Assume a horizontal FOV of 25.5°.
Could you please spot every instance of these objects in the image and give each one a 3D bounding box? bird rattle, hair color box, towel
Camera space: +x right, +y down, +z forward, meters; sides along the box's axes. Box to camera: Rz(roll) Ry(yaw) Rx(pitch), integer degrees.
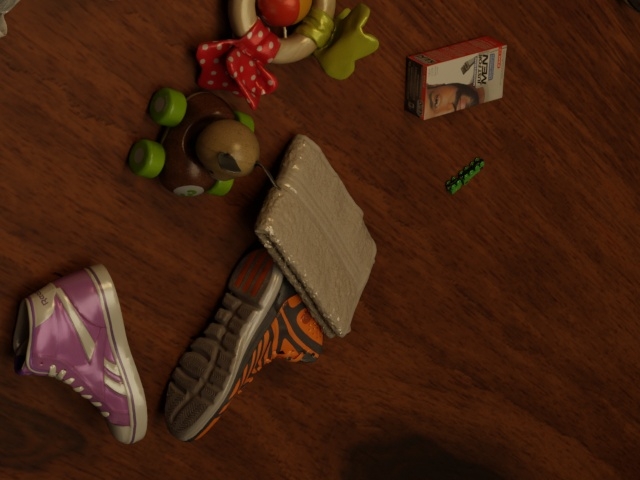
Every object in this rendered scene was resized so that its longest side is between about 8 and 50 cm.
[{"bbox_3d":[-0.060,-0.304,1.951,0.253,0.143,0.207,-13,110,-20],"label":"bird rattle"},{"bbox_3d":[0.213,-0.256,2.222,0.167,0.053,0.093,-18,125,-31],"label":"hair color box"},{"bbox_3d":[0.000,0.000,2.126,0.282,0.049,0.187,56,44,-41],"label":"towel"}]

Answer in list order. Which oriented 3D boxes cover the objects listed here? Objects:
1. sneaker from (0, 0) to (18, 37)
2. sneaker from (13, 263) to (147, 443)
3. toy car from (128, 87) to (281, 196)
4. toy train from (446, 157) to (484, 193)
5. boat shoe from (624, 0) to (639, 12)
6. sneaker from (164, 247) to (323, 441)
[{"bbox_3d":[-0.410,-0.382,1.475,0.137,0.210,0.366,-20,124,20],"label":"sneaker"},{"bbox_3d":[-0.344,0.181,1.971,0.161,0.102,0.282,-24,116,-24],"label":"sneaker"},{"bbox_3d":[-0.137,-0.109,1.912,0.155,0.188,0.149,14,103,-43],"label":"toy car"},{"bbox_3d":[0.243,-0.107,2.354,0.083,0.017,0.024,-38,142,-18],"label":"toy train"},{"bbox_3d":[0.556,-0.528,2.296,0.132,0.130,0.355,-20,123,-22],"label":"boat shoe"},{"bbox_3d":[-0.096,0.182,2.153,0.180,0.124,0.321,31,92,-44],"label":"sneaker"}]
